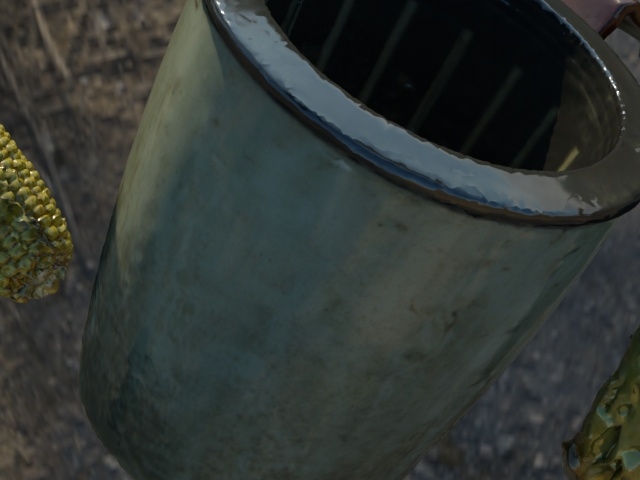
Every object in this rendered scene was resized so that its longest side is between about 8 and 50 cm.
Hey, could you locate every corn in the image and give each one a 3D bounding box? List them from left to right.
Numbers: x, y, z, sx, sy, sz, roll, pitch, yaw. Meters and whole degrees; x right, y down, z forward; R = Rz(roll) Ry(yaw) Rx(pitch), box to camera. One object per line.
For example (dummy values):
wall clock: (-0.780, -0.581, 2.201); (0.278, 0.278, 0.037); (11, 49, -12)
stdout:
corn: (-0.289, -0.078, 1.493); (0.106, 0.106, 0.293); (-34, 90, -15)

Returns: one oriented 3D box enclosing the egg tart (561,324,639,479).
egg tart: (0.322, 0.087, 1.303); (0.341, 0.341, 0.129); (-11, 45, -4)

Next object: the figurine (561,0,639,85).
figurine: (0.234, -0.082, 1.611); (0.204, 0.338, 0.283); (-35, 88, -40)

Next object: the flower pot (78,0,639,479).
flower pot: (0.000, 0.000, 1.224); (0.293, 0.330, 0.294); (22, 33, -15)
